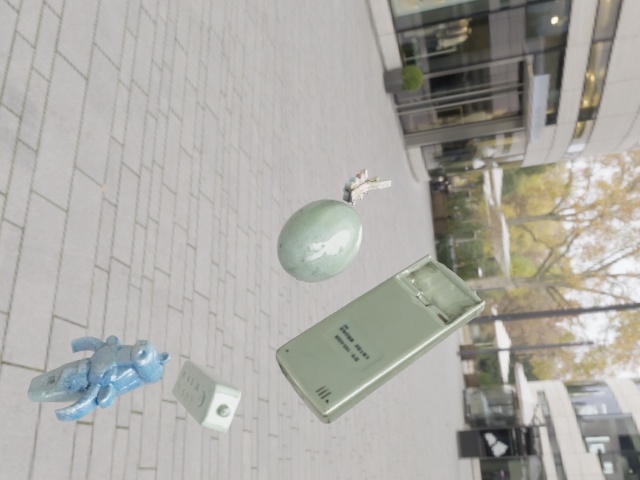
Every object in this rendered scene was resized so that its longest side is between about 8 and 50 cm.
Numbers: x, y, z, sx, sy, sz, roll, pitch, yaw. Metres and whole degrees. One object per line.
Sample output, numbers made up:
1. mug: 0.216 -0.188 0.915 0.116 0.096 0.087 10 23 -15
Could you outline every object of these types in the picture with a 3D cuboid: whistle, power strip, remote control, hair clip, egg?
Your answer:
1. whistle: -0.411 0.248 1.109 0.180 0.269 0.093 -106 -175 -51
2. power strip: -0.250 0.327 1.273 0.385 0.062 0.091 -9 -123 68
3. remote control: 0.085 0.123 0.806 0.123 0.286 0.038 43 -25 35
4. hair clip: 0.087 -0.115 1.259 0.214 0.056 0.062 -24 121 -59
5. egg: 0.000 0.000 1.311 0.236 0.169 0.169 -40 126 -42
